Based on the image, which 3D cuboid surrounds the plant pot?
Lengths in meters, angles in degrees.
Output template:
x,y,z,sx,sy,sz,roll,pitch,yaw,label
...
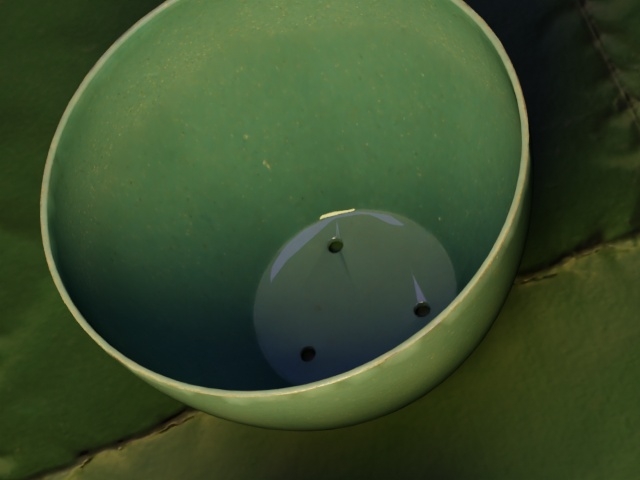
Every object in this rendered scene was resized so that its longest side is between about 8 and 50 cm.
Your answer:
x,y,z,sx,sy,sz,roll,pitch,yaw,label
0.000,0.000,1.205,0.290,0.195,0.290,-7,61,13,plant pot
